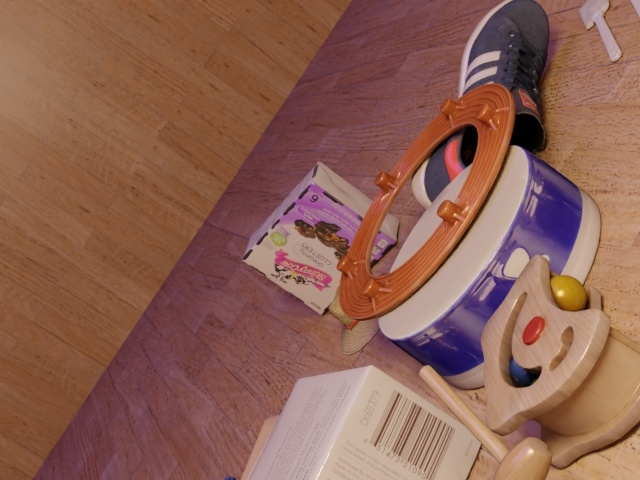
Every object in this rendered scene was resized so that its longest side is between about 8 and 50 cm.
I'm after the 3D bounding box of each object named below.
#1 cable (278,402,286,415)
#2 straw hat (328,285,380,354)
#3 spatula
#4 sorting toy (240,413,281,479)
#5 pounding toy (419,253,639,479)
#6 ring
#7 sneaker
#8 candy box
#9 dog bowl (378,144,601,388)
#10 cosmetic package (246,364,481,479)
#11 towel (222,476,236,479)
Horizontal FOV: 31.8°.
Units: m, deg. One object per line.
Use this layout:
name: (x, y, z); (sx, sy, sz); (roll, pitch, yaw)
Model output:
cable: (-0.022, 0.269, 1.515); (0.150, 0.047, 0.184); (-35, 24, 38)
straw hat: (0.046, 0.094, 1.629); (0.144, 0.061, 0.144); (-50, 15, 19)
spatula: (0.413, -0.333, 1.484); (0.168, 0.019, 0.242); (-48, 16, 24)
sorting toy: (-0.023, 0.292, 1.389); (0.193, 0.038, 0.208); (-14, 36, 39)
pounding toy: (0.191, 0.095, 0.985); (0.154, 0.155, 0.269); (-53, 14, 28)
ring: (0.116, -0.054, 1.360); (0.336, 0.032, 0.336); (-50, 17, 22)
sneaker: (0.252, -0.184, 1.490); (0.148, 0.131, 0.350); (-11, 51, 60)
candy box: (0.000, 0.000, 1.770); (0.196, 0.165, 0.070); (-47, 16, 31)
dog bowl: (0.183, 0.027, 1.258); (0.265, 0.104, 0.265); (-50, 16, 19)
cosmetic package: (0.039, 0.236, 1.169); (0.151, 0.151, 0.183); (-62, 15, -22)
towel: (-0.230, 0.516, 1.629); (0.336, 0.040, 0.243); (-50, 15, 19)
